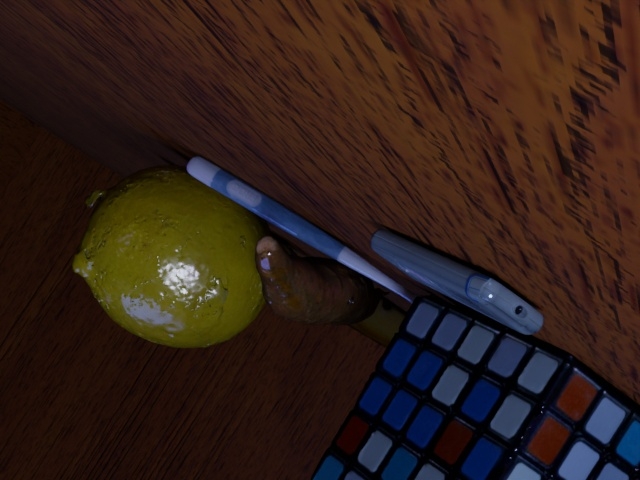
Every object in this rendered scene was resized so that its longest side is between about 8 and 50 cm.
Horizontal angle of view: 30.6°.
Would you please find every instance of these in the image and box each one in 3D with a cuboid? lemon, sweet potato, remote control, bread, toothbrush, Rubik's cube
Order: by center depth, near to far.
[{"bbox_3d":[0.076,0.023,0.677,0.053,0.018,0.124,33,176,-32],"label":"remote control"},{"bbox_3d":[0.137,0.174,0.870,0.187,0.184,0.182,33,176,-31],"label":"Rubik's cube"},{"bbox_3d":[0.000,0.000,0.980,0.275,0.019,0.025,31,171,14],"label":"toothbrush"},{"bbox_3d":[0.013,0.048,1.066,0.072,0.066,0.314,25,-177,24],"label":"sweet potato"},{"bbox_3d":[-0.129,0.016,1.110,0.206,0.173,0.173,13,179,-8],"label":"lemon"},{"bbox_3d":[0.091,0.110,1.418,0.226,0.049,0.088,34,176,-33],"label":"bread"}]

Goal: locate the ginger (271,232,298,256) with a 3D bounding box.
[{"bbox_3d":[-0.067,0.027,1.493,0.103,0.073,0.162,51,173,-33],"label":"ginger"}]
